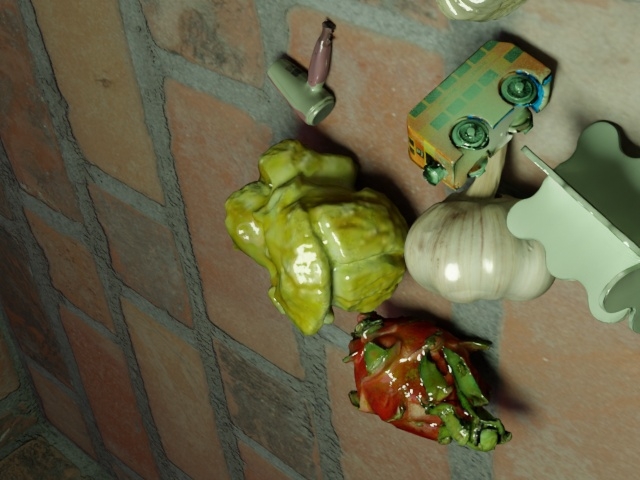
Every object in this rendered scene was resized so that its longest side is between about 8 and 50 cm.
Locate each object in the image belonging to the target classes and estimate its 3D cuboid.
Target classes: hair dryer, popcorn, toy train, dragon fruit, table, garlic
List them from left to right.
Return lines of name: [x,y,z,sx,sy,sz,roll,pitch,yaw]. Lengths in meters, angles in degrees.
hair dryer: [-0.010,-0.245,1.458,0.106,0.054,0.154,49,139,15]
popcorn: [0.001,-0.005,1.502,0.276,0.225,0.276,47,155,29]
dragon fruit: [0.153,0.202,1.531,0.200,0.198,0.269,43,174,-26]
toy train: [0.174,-0.141,1.177,0.099,0.188,0.072,43,165,21]
garlic: [0.204,-0.040,1.273,0.199,0.199,0.226,15,106,45]
table: [0.306,-0.024,1.127,0.198,0.166,0.166,51,154,40]

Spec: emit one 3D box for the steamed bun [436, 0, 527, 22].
steamed bun: [0.185,-0.312,0.986,0.211,0.218,0.144,-36,90,32]
